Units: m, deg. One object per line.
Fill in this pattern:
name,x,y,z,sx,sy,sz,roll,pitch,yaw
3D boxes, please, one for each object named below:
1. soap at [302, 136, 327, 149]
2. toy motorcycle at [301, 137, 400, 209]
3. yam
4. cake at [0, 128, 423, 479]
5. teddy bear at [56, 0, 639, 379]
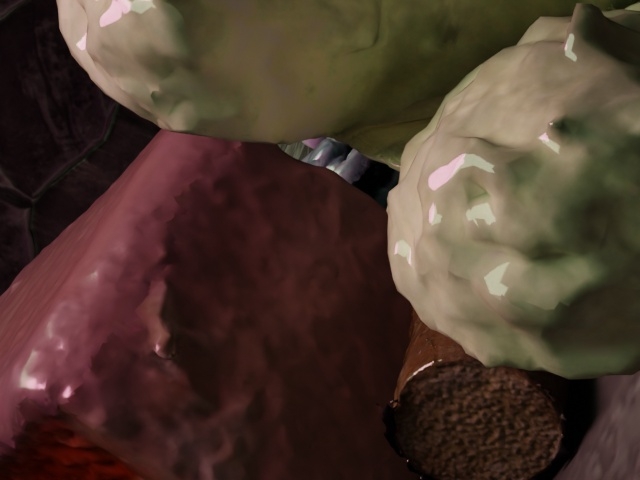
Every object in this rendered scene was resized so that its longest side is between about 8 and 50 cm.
soap,0.079,-0.231,1.327,0.208,0.115,0.347,-42,-8,-35
toy motorcycle,0.000,0.000,1.368,0.260,0.154,0.206,-53,-9,33
yam,0.076,0.051,0.893,0.127,0.084,0.084,-77,13,-55
cake,-0.082,0.102,1.097,0.309,0.237,0.230,-38,21,55
teddy bear,0.132,-0.212,0.507,0.375,0.327,0.362,-24,-44,-39
